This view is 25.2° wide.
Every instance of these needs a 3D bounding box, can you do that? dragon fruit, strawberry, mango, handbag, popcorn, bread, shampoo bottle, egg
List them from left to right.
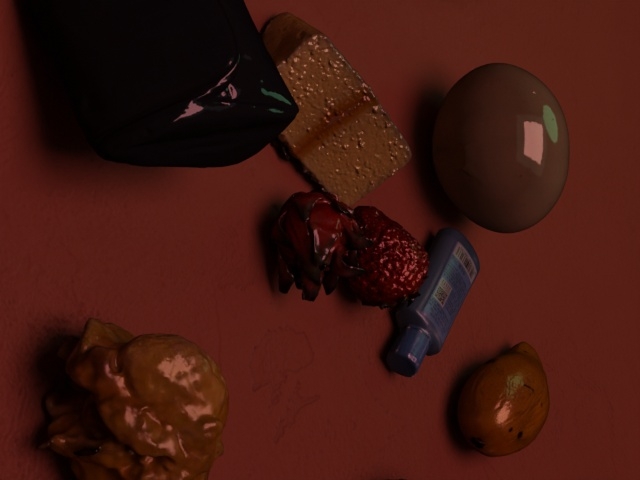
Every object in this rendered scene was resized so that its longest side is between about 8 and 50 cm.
[{"bbox_3d":[-0.196,0.200,1.627,0.253,0.190,0.191,53,40,-27],"label":"popcorn"},{"bbox_3d":[-0.185,-0.245,1.675,0.275,0.178,0.302,-3,64,-56],"label":"handbag"},{"bbox_3d":[-0.007,0.000,1.952,0.121,0.130,0.142,-3,41,-21],"label":"dragon fruit"},{"bbox_3d":[0.013,-0.191,2.027,0.266,0.142,0.178,49,33,-37],"label":"bread"},{"bbox_3d":[0.097,0.024,2.079,0.131,0.131,0.148,-2,94,-52],"label":"strawberry"},{"bbox_3d":[0.170,0.100,2.204,0.104,0.061,0.258,58,44,-29],"label":"shampoo bottle"},{"bbox_3d":[0.285,-0.146,2.265,0.219,0.219,0.269,-1,87,-52],"label":"egg"},{"bbox_3d":[0.310,0.254,2.315,0.262,0.109,0.157,-39,110,-49],"label":"mango"}]

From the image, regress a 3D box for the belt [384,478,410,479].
[{"bbox_3d":[0.164,0.459,2.065,0.257,0.150,0.207,47,58,-35],"label":"belt"}]
